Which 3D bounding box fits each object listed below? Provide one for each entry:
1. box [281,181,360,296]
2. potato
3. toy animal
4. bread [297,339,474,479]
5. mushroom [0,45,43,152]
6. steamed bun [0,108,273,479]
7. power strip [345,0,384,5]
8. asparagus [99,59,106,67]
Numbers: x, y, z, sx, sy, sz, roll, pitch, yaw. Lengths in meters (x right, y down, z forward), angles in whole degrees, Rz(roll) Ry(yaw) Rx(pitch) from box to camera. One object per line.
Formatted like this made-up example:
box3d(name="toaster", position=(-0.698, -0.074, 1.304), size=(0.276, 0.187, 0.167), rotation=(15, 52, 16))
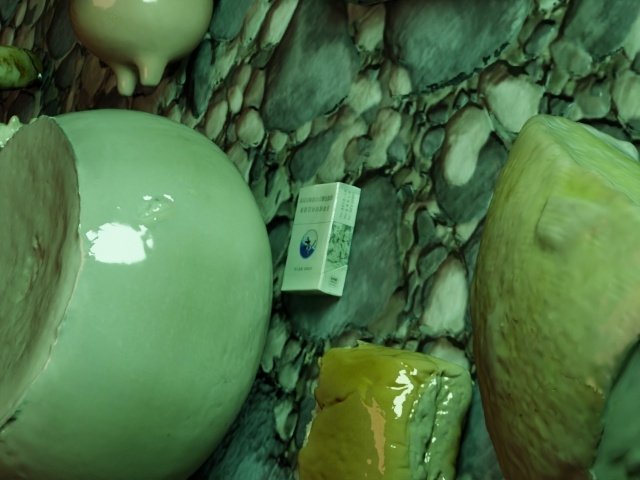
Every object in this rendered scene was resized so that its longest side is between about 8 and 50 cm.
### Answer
box3d(name="box", position=(0.000, 0.000, 1.113), size=(0.054, 0.024, 0.083), rotation=(-3, 73, 54))
box3d(name="potato", position=(0.122, 0.054, 0.751), size=(0.211, 0.189, 0.264), rotation=(-64, 34, 16))
box3d(name="toy animal", position=(-0.162, -0.256, 1.367), size=(0.165, 0.149, 0.248), rotation=(-10, 80, 38))
box3d(name="bread", position=(0.038, 0.126, 0.947), size=(0.106, 0.082, 0.125), rotation=(-9, 67, 62))
box3d(name="mushroom", position=(-0.388, -0.096, 1.550), size=(0.208, 0.233, 0.301), rotation=(-56, 38, 12))
box3d(name="steamed bun", position=(-0.164, 0.058, 1.165), size=(0.324, 0.206, 0.324), rotation=(-32, 48, 45))
box3d(name="power strip", position=(0.095, -0.237, 1.057), size=(0.279, 0.038, 0.109), rotation=(1, 77, 57))
box3d(name="asparagus", position=(-0.188, -0.225, 1.500), size=(0.163, 0.016, 0.016), rotation=(-41, 64, 39))
